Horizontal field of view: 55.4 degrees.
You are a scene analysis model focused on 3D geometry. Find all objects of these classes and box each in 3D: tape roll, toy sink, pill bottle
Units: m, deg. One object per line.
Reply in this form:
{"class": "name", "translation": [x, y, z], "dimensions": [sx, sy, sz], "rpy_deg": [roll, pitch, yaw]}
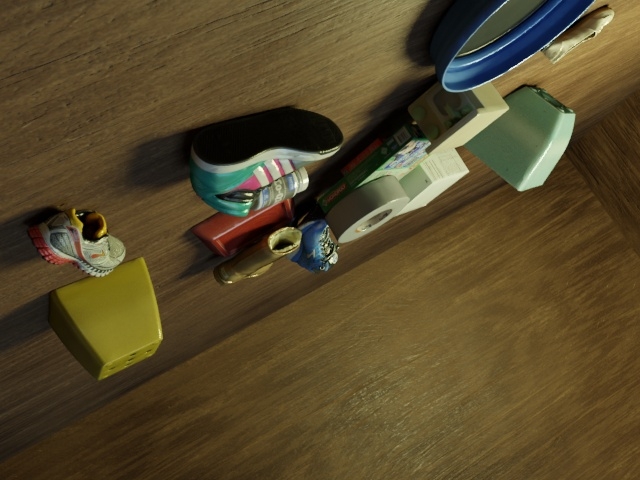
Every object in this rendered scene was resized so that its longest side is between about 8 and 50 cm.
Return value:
{"class": "tape roll", "translation": [0.122, -0.080, 1.596], "dimensions": [0.219, 0.072, 0.219], "rpy_deg": [-29, 167, -7]}
{"class": "toy sink", "translation": [0.311, -0.306, 1.425], "dimensions": [0.152, 0.131, 0.234], "rpy_deg": [-39, 171, 36]}
{"class": "pill bottle", "translation": [-0.098, -0.119, 1.300], "dimensions": [0.137, 0.078, 0.078], "rpy_deg": [-23, 166, -35]}

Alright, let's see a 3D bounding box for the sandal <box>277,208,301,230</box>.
{"class": "sandal", "translation": [-0.096, -0.038, 1.754], "dimensions": [0.067, 0.040, 0.179], "rpy_deg": [-47, 170, -36]}

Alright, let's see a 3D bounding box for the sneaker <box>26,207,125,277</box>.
{"class": "sneaker", "translation": [-0.391, 0.002, 1.044], "dimensions": [0.092, 0.088, 0.225], "rpy_deg": [-33, 169, 3]}

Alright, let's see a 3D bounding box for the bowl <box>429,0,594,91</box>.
{"class": "bowl", "translation": [0.381, -0.440, 1.169], "dimensions": [0.391, 0.077, 0.391], "rpy_deg": [-30, 168, -7]}

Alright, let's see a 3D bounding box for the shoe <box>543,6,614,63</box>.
{"class": "shoe", "translation": [0.670, -0.528, 1.576], "dimensions": [0.219, 0.058, 0.076], "rpy_deg": [-30, 169, -5]}

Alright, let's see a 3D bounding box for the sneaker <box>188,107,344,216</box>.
{"class": "sneaker", "translation": [-0.108, -0.130, 1.101], "dimensions": [0.295, 0.124, 0.178], "rpy_deg": [-14, 156, -32]}

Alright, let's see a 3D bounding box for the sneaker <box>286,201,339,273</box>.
{"class": "sneaker", "translation": [0.000, 0.000, 1.791], "dimensions": [0.130, 0.147, 0.330], "rpy_deg": [-50, 172, -25]}

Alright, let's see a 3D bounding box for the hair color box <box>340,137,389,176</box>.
{"class": "hair color box", "translation": [0.127, -0.208, 1.586], "dimensions": [0.141, 0.043, 0.072], "rpy_deg": [-38, 167, 33]}

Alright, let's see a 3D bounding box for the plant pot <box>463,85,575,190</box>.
{"class": "plant pot", "translation": [0.645, -0.337, 1.907], "dimensions": [0.247, 0.248, 0.252], "rpy_deg": [-15, 145, -53]}

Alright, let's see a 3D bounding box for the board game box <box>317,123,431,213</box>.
{"class": "board game box", "translation": [0.164, -0.182, 1.561], "dimensions": [0.317, 0.046, 0.213], "rpy_deg": [-39, 166, 33]}

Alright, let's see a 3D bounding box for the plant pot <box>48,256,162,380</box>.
{"class": "plant pot", "translation": [-0.474, 0.192, 1.389], "dimensions": [0.212, 0.187, 0.212], "rpy_deg": [-24, 166, -32]}

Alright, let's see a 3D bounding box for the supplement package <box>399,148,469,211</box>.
{"class": "supplement package", "translation": [0.278, -0.192, 1.774], "dimensions": [0.203, 0.149, 0.194], "rpy_deg": [-19, 164, -45]}

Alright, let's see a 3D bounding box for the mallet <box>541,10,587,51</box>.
{"class": "mallet", "translation": [0.557, -0.513, 1.432], "dimensions": [0.189, 0.062, 0.039], "rpy_deg": [-42, 175, -22]}

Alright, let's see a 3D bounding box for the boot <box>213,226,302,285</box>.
{"class": "boot", "translation": [-0.139, 0.032, 1.665], "dimensions": [0.269, 0.089, 0.236], "rpy_deg": [-29, -178, 42]}

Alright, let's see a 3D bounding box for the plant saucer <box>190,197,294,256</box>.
{"class": "plant saucer", "translation": [-0.172, -0.044, 1.514], "dimensions": [0.258, 0.048, 0.259], "rpy_deg": [-30, 169, -5]}
